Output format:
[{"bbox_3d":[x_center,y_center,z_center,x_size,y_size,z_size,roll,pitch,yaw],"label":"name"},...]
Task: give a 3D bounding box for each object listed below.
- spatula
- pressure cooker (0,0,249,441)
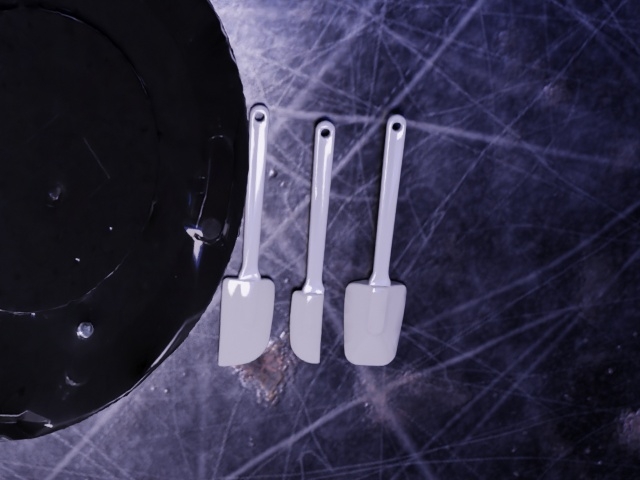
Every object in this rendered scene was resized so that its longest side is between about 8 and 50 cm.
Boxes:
[{"bbox_3d":[0.000,0.000,1.394,0.168,0.019,0.242,2,109,-9],"label":"spatula"},{"bbox_3d":[-0.305,-0.070,1.087,0.376,0.420,0.369,-8,100,-40],"label":"pressure cooker"}]
